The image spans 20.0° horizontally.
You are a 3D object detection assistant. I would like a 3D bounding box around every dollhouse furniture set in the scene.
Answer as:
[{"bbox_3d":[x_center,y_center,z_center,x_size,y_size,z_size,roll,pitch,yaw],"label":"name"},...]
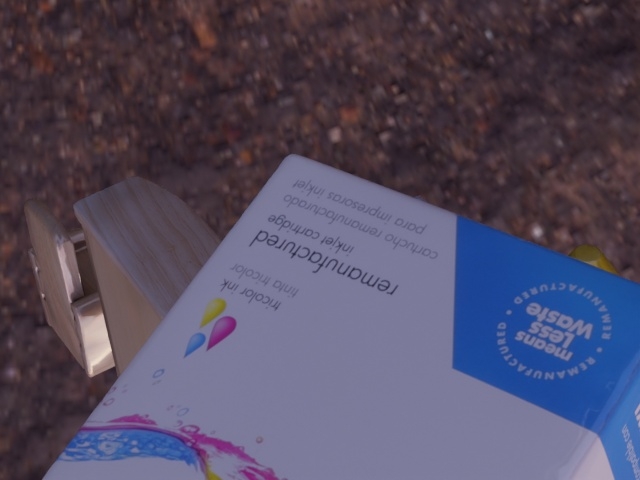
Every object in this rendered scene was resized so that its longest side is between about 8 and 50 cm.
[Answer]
[{"bbox_3d":[0.000,0.000,1.170,0.303,0.286,0.198,-26,136,-21],"label":"dollhouse furniture set"}]

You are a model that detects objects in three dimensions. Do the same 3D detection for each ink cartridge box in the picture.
[{"bbox_3d":[-0.010,0.100,0.492,0.231,0.134,0.078,-54,147,-23],"label":"ink cartridge box"}]
